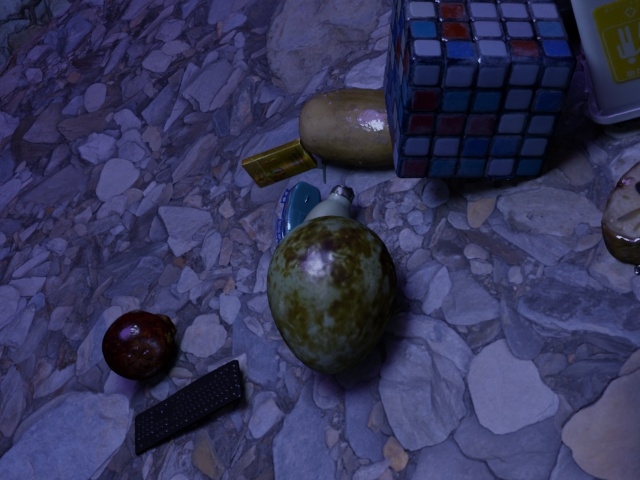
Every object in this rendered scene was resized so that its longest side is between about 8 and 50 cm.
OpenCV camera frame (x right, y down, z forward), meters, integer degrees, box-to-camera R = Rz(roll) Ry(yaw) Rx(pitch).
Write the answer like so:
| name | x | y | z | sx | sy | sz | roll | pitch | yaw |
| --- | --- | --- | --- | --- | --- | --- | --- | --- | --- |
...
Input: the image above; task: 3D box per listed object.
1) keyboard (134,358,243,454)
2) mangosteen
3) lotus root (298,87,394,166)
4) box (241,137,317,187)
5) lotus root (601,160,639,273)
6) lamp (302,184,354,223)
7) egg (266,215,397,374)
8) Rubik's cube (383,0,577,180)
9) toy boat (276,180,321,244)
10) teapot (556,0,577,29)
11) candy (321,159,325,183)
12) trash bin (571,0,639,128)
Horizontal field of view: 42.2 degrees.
| name | x | y | z | sx | sy | sz | roll | pitch | yaw |
| --- | --- | --- | --- | --- | --- | --- | --- | --- | --- |
| keyboard | -0.220 | 0.308 | 1.632 | 0.381 | 0.041 | 0.103 | -27 | 46 | 14 |
| mangosteen | -0.388 | 0.221 | 1.762 | 0.181 | 0.155 | 0.146 | 178 | 102 | -68 |
| lotus root | 0.104 | -0.244 | 1.775 | 0.342 | 0.151 | 0.169 | 8 | 59 | 34 |
| box | -0.095 | -0.177 | 1.903 | 0.156 | 0.089 | 0.022 | -17 | 45 | 20 |
| lotus root | 0.577 | -0.071 | 1.373 | 0.260 | 0.074 | 0.170 | -39 | 41 | 1 |
| lamp | 0.000 | 0.000 | 1.691 | 0.101 | 0.101 | 0.250 | 14 | 72 | 40 |
| egg | 0.022 | 0.097 | 1.501 | 0.238 | 0.238 | 0.290 | -15 | 68 | 24 |
| Rubik's cube | 0.279 | -0.310 | 1.547 | 0.291 | 0.287 | 0.293 | 1 | 50 | -2 |
| toy boat | -0.059 | -0.032 | 1.782 | 0.110 | 0.091 | 0.175 | -40 | 30 | 56 |
| teapot | 0.414 | -0.540 | 1.745 | 0.312 | 0.233 | 0.315 | -19 | 23 | 13 |
| candy | 0.006 | -0.180 | 1.883 | 0.035 | 0.035 | 0.123 | -18 | 56 | 26 |
| trash bin | 0.552 | -0.420 | 1.452 | 0.255 | 0.368 | 0.296 | -12 | 50 | 27 |
